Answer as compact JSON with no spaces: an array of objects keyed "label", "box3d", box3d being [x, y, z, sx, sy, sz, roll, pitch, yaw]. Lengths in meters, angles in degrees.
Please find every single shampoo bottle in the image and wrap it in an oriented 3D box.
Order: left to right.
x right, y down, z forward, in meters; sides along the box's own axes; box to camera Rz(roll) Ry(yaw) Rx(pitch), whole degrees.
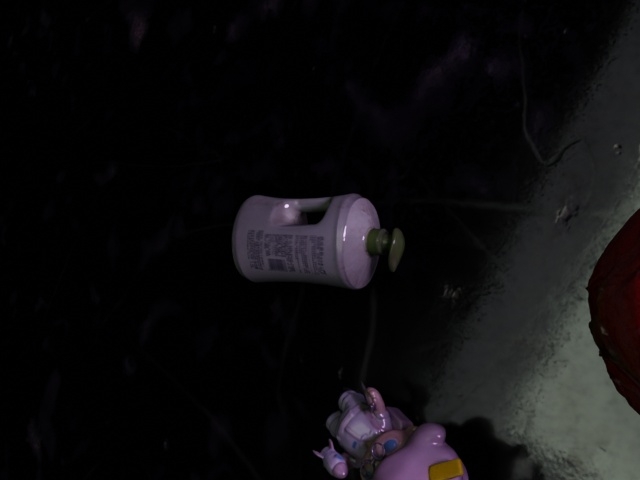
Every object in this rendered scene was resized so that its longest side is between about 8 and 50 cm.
[{"label":"shampoo bottle","box3d":[0.000,0.000,0.769,0.234,0.087,0.118,2,82,38]}]

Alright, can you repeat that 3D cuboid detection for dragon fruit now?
[{"label":"dragon fruit","box3d":[0.282,0.065,0.486,0.148,0.218,0.224,-25,86,65]}]

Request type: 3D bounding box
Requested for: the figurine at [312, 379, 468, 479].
[{"label":"figurine","box3d":[0.081,0.240,0.645,0.137,0.112,0.229,-59,39,3]}]
